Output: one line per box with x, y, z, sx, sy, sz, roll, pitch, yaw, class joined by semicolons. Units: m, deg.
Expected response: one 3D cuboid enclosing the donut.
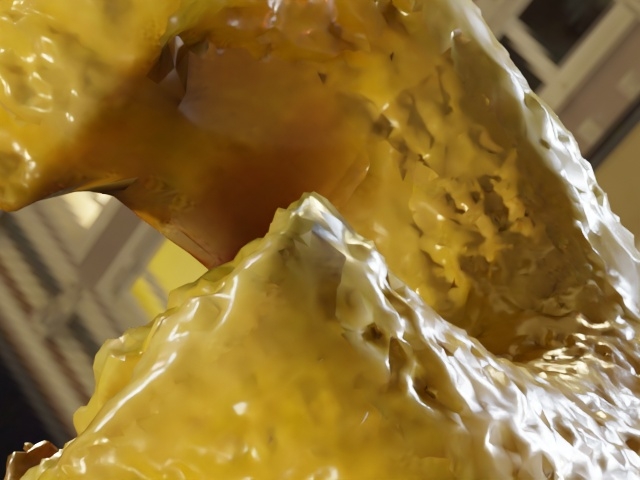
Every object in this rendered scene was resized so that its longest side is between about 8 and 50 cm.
0.000;0.000;0.707;0.377;0.163;0.435;19;-141;-51;donut
